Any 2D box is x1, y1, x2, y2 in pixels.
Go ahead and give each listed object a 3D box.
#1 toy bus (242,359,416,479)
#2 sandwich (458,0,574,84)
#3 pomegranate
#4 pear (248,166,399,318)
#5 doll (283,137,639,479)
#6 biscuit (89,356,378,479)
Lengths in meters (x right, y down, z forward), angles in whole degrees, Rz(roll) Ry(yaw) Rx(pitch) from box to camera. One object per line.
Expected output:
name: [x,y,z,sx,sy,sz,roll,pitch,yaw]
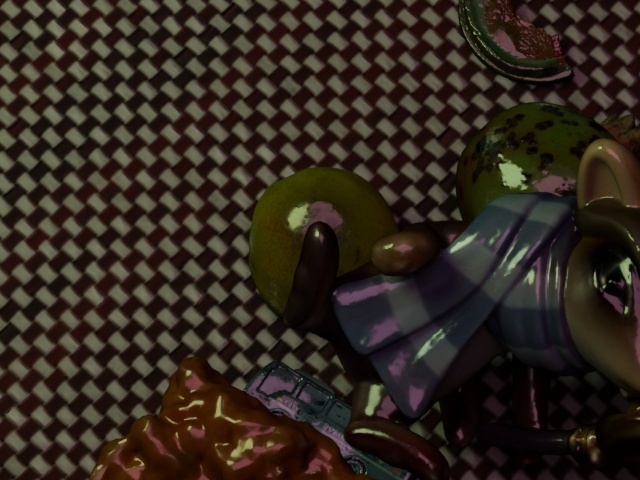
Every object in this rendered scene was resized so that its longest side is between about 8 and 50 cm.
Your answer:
toy bus: [0.009,0.166,1.709,0.166,0.047,0.065,31,73,12]
sandwich: [0.175,-0.187,1.832,0.135,0.029,0.067,42,79,15]
pomegranate: [0.210,-0.051,1.726,0.205,0.159,0.159,-32,70,-35]
pear: [0.000,0.000,1.740,0.141,0.104,0.141,-2,68,6]
doll: [0.166,0.075,1.579,0.339,0.318,0.209,-17,41,21]
biscuit: [-0.071,0.295,1.614,0.318,0.110,0.312,33,85,13]
